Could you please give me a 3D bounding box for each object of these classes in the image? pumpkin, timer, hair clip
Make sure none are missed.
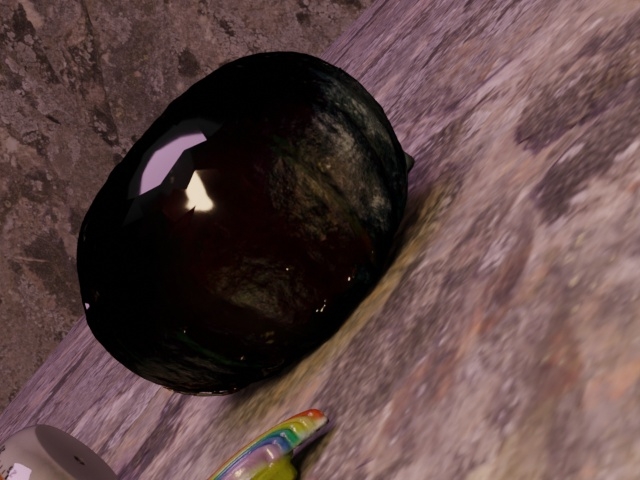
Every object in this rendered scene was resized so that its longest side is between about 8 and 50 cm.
[{"bbox_3d":[-0.053,-0.010,0.714,0.233,0.163,0.233,-46,7,8],"label":"pumpkin"},{"bbox_3d":[-0.194,0.192,0.744,0.136,0.099,0.136,-58,0,0],"label":"timer"},{"bbox_3d":[-0.063,0.149,0.504,0.188,0.033,0.060,-53,10,-31],"label":"hair clip"}]

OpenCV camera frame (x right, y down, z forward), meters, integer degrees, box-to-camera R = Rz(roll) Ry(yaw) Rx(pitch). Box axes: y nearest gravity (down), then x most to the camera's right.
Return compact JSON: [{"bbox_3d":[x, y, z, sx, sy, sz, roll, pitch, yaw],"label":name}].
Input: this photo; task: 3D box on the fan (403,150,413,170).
[{"bbox_3d":[0.000,0.000,0.875,0.193,0.016,0.038,-45,12,17],"label":"fan"}]
